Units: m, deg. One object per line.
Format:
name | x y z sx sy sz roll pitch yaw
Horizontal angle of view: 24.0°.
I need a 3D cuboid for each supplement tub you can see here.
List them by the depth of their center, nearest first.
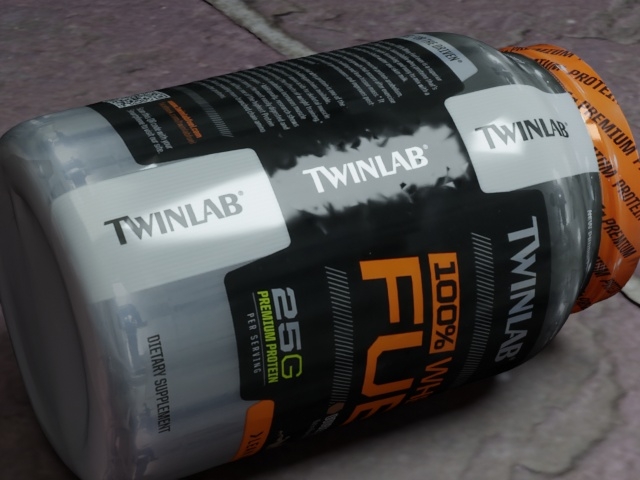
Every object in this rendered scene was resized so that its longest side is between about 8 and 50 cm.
supplement tub | 0.000 0.000 0.850 0.338 0.207 0.207 -16 35 -23
